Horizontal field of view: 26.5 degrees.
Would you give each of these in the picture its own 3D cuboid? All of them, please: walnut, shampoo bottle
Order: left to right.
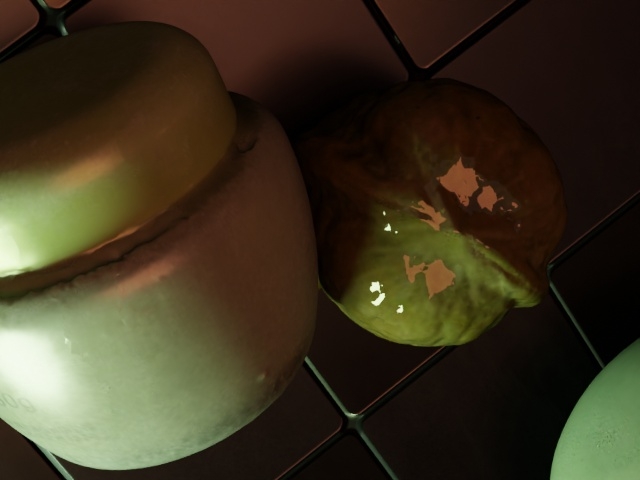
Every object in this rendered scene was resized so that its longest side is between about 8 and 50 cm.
[{"bbox_3d":[-0.163,0.010,1.096,0.322,0.322,0.317,-26,117,-10],"label":"shampoo bottle"},{"bbox_3d":[0.089,-0.028,1.197,0.283,0.283,0.227,31,93,-23],"label":"walnut"}]

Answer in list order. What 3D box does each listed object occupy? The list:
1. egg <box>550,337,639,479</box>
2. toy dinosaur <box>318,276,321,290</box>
[{"bbox_3d":[0.408,0.205,1.358,0.388,0.276,0.276,-30,111,-7],"label":"egg"},{"bbox_3d":[0.000,0.000,1.301,0.162,0.039,0.126,4,101,-21],"label":"toy dinosaur"}]
